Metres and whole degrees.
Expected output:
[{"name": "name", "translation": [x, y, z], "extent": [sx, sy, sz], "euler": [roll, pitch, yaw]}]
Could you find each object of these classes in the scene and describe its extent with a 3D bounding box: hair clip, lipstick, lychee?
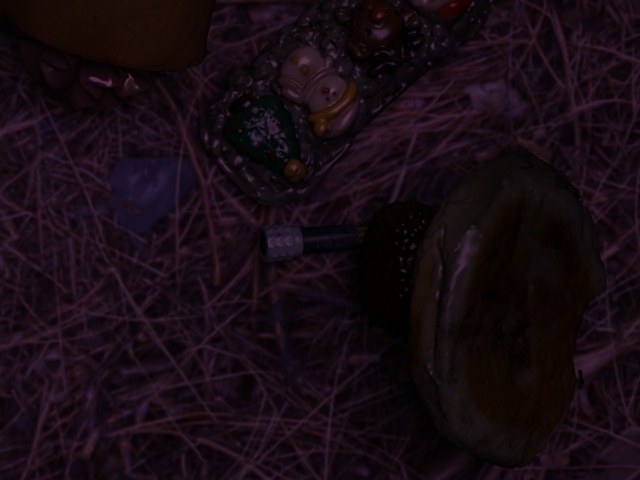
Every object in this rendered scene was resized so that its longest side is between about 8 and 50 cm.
[{"name": "hair clip", "translation": [0.032, -0.175, 1.476], "extent": [0.138, 0.091, 0.321], "euler": [46, 75, -2]}, {"name": "lipstick", "translation": [0.000, 0.000, 1.480], "extent": [0.116, 0.037, 0.037], "euler": [-4, 85, -18]}, {"name": "lychee", "translation": [0.090, 0.033, 1.455], "extent": [0.114, 0.114, 0.146], "euler": [-18, 87, -15]}]

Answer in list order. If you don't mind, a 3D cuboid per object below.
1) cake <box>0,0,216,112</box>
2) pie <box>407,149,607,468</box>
[{"name": "cake", "translation": [-0.184, -0.194, 1.390], "extent": [0.207, 0.185, 0.178], "euler": [0, 120, -16]}, {"name": "pie", "translation": [0.173, 0.062, 1.418], "extent": [0.302, 0.067, 0.303], "euler": [-15, 109, -51]}]
